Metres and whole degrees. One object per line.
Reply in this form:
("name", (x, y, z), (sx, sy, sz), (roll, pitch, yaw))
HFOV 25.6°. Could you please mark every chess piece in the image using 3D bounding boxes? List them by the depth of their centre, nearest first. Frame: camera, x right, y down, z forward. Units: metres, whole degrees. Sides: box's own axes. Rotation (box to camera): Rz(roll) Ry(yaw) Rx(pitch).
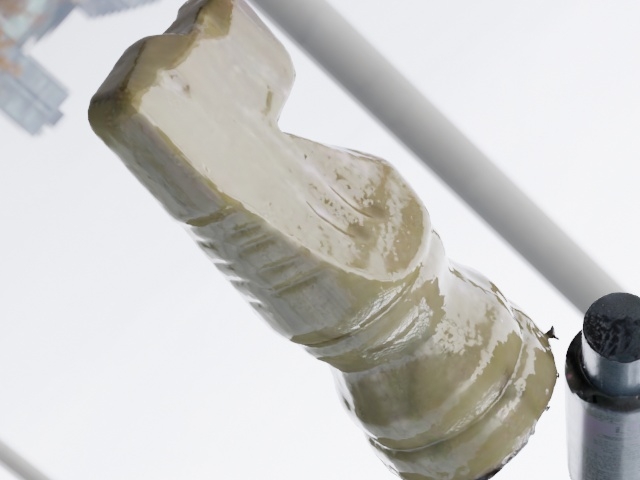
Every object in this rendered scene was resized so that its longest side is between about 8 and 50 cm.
("chess piece", (0.000, 0.000, 0.762), (0.137, 0.301, 0.137), (-32, -150, 20))

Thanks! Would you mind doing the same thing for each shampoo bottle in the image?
("shampoo bottle", (0.184, 0.100, 0.873), (0.072, 0.072, 0.214), (-54, 155, -21))
